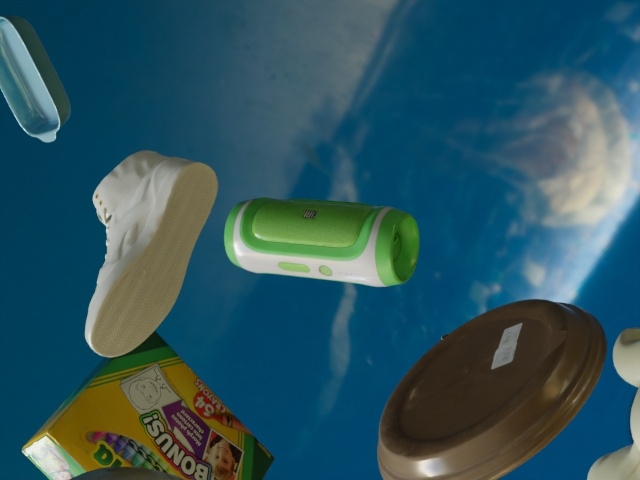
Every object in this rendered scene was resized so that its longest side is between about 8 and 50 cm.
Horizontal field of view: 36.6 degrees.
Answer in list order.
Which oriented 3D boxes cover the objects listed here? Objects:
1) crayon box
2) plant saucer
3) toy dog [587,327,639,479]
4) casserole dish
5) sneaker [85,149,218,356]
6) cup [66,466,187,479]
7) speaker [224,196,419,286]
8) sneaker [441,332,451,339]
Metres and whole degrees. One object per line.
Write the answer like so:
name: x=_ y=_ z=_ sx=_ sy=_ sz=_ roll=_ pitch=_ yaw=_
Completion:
crayon box: x=-0.287 y=0.377 z=1.696 sx=0.106 sy=0.313 sz=0.363 roll=-35 pitch=-78 yaw=35
plant saucer: x=0.165 y=0.152 z=1.004 sx=0.278 sy=0.278 sz=0.041 roll=-39 pitch=-76 yaw=-2
toy dog: x=0.423 y=0.236 z=0.906 sx=0.284 sy=0.396 sz=0.408 roll=16 pitch=-48 yaw=-36
casserole dish: x=-0.400 y=-0.226 z=1.319 sx=0.037 sy=0.114 sz=0.189 roll=-37 pitch=-69 yaw=-39
sneaker: x=-0.269 y=0.010 z=1.361 sx=0.108 sy=0.169 sz=0.293 roll=35 pitch=-101 yaw=-45
cup: x=-0.147 y=0.297 z=0.648 sx=0.330 sy=0.237 sz=0.331 roll=7 pitch=-55 yaw=10
speaker: x=0.000 y=0.000 z=1.523 sx=0.131 sy=0.296 sz=0.131 roll=-16 pitch=-72 yaw=-60
sneaker: x=0.182 y=0.172 z=1.297 sx=0.040 sy=0.109 sz=0.044 roll=-25 pitch=-44 yaw=15
